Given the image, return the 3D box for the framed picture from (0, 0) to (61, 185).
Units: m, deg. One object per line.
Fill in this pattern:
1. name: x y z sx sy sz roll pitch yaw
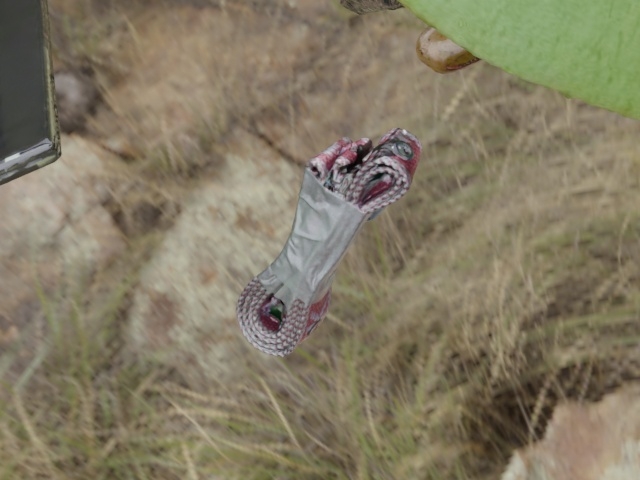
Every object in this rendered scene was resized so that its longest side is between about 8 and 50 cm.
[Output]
1. framed picture: -0.284 -0.086 1.085 0.255 0.014 0.338 -24 33 3

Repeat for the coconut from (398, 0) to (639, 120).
1. coconut: 0.131 -0.172 0.482 0.281 0.328 0.328 -32 65 26

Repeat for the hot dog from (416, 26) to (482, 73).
1. hot dog: 0.121 -0.139 0.994 0.140 0.090 0.060 -8 57 -4

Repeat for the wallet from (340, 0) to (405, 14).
1. wallet: 0.056 -0.180 0.840 0.030 0.285 0.146 17 95 -10

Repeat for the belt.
1. belt: 0.000 0.000 1.314 0.071 0.232 0.053 40 41 8
